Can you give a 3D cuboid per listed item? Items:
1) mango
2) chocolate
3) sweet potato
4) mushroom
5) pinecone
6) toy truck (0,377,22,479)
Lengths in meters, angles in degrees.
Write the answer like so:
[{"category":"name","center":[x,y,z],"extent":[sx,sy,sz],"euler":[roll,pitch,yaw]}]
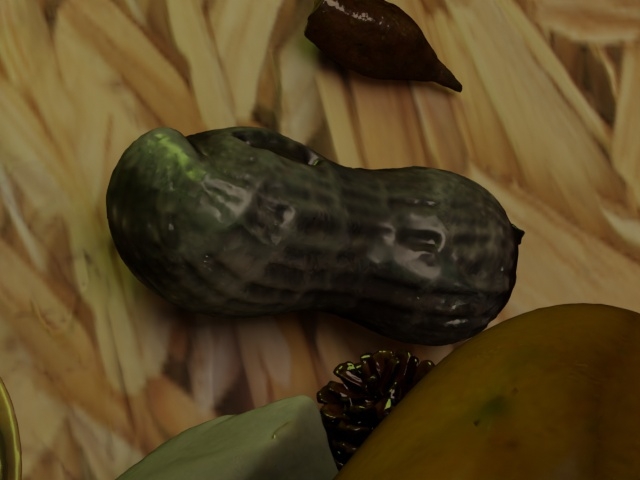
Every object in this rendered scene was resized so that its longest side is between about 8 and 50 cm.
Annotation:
[{"category":"mango","center":[0.061,0.235,0.891],"extent":[0.300,0.232,0.446],"euler":[48,58,-44]},{"category":"chocolate","center":[0.000,0.000,1.077],"extent":[0.248,0.110,0.110],"euler":[12,63,-21]},{"category":"sweet potato","center":[0.040,-0.116,1.187],"extent":[0.117,0.049,0.049],"euler":[28,58,-24]},{"category":"mushroom","center":[-0.113,0.162,0.951],"extent":[0.270,0.103,0.118],"euler":[-15,72,-25]},{"category":"pinecone","center":[0.038,0.109,1.048],"extent":[0.109,0.102,0.102],"euler":[48,51,-35]},{"category":"toy truck","center":[-0.269,0.052,0.826],"extent":[0.288,0.212,0.204],"euler":[-2,52,-11]}]
